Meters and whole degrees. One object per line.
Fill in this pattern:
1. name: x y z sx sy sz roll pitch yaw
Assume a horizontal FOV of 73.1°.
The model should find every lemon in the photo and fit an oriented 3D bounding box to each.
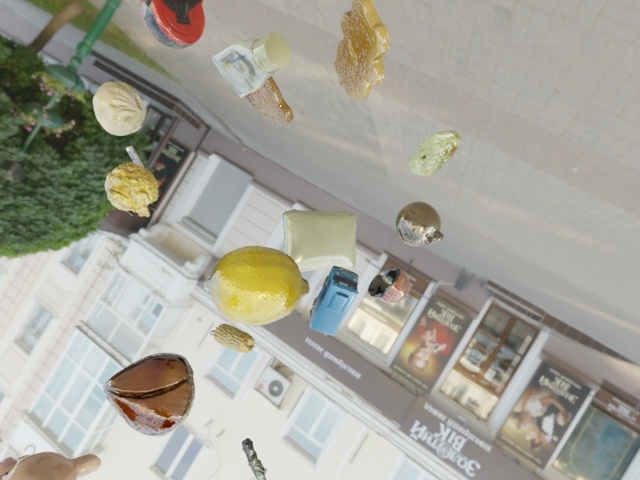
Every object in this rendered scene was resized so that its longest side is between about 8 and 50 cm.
1. lemon: -0.190 0.137 1.329 0.319 0.246 0.245 4 -173 -15

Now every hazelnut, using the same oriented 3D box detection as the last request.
1. hazelnut: -0.405 0.360 1.025 0.208 0.208 0.208 31 180 0

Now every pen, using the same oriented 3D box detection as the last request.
1. pen: -0.643 -0.247 1.564 0.204 0.025 0.025 63 174 -9

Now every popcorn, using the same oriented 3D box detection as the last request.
1. popcorn: -0.608 -0.162 1.398 0.179 0.170 0.180 13 153 7

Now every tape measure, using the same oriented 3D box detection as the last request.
1. tape measure: -0.547 -0.866 1.631 0.113 0.261 0.253 5 -160 38

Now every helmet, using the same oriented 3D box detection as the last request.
1. helmet: 0.126 0.083 0.753 0.049 0.065 0.084 38 159 -13

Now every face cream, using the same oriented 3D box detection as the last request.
1. face cream: -0.161 -0.391 0.970 0.223 0.070 0.114 1 136 47

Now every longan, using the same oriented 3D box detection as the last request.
1. longan: 0.232 -0.034 1.007 0.119 0.106 0.106 45 -174 26

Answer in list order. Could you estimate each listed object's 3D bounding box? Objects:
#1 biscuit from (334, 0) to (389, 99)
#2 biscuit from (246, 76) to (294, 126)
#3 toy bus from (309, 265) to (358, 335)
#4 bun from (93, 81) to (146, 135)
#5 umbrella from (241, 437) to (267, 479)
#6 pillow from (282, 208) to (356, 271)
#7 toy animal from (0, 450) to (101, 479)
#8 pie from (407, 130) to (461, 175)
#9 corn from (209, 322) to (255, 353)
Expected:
1. biscuit: 0.082 -0.374 0.876 0.166 0.036 0.225 65 164 13
2. biscuit: -0.204 -0.492 1.448 0.257 0.049 0.273 56 168 -31
3. toy bus: 0.039 0.175 1.250 0.089 0.185 0.106 21 -151 -7
4. bun: -0.685 -0.464 1.516 0.127 0.179 0.193 -10 -173 19
5. umbrella: -0.230 0.797 1.539 0.046 0.050 0.189 -30 -79 -64
6. pillow: 0.000 0.000 1.770 0.321 0.256 0.119 0 -178 -25
7. toy animal: -0.632 0.542 0.894 0.212 0.256 0.195 35 -168 -2
8. pie: 0.498 -0.372 1.847 0.200 0.248 0.090 -4 -124 -30
9. corn: -0.385 0.430 1.908 0.106 0.107 0.292 31 160 -35
